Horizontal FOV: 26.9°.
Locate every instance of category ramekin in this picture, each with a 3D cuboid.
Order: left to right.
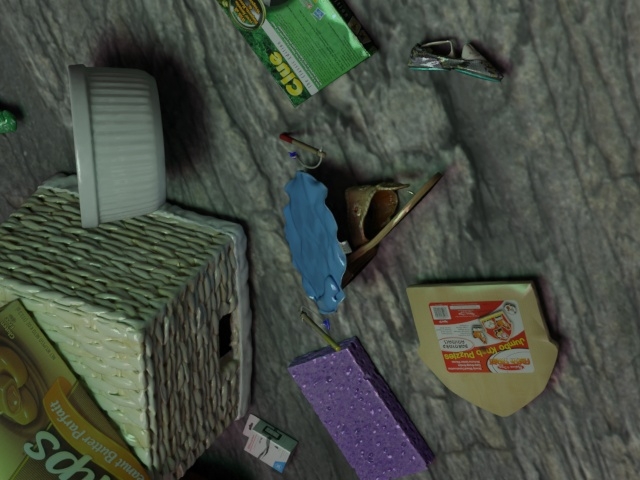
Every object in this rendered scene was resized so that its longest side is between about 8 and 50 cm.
[{"bbox_3d":[-0.258,-0.122,1.695,0.109,0.207,0.207,-4,123,-10],"label":"ramekin"}]

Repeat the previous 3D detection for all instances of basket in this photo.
[{"bbox_3d":[-0.297,0.132,1.829,0.331,0.266,0.328,16,125,23],"label":"basket"}]

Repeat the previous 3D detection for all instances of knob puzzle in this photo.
[{"bbox_3d":[0.214,0.135,1.693,0.213,0.030,0.213,13,123,21],"label":"knob puzzle"}]

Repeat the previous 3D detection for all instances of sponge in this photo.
[{"bbox_3d":[0.055,0.239,1.844,0.117,0.031,0.210,-24,105,37],"label":"sponge"}]

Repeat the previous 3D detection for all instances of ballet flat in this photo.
[{"bbox_3d":[0.154,-0.206,1.517,0.114,0.041,0.041,12,123,22],"label":"ballet flat"}]

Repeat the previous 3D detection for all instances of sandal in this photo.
[{"bbox_3d":[0.054,-0.028,1.650,0.079,0.088,0.240,44,136,5],"label":"sandal"}]

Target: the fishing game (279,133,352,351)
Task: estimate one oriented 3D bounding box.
[{"bbox_3d":[0.000,0.000,1.669,0.189,0.041,0.264,-149,50,-64],"label":"fishing game"}]

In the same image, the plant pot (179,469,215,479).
[{"bbox_3d":[-0.258,0.421,2.038,0.230,0.215,0.215,29,130,34],"label":"plant pot"}]

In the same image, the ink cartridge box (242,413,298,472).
[{"bbox_3d":[-0.080,0.296,1.955,0.083,0.028,0.048,30,128,11],"label":"ink cartridge box"}]

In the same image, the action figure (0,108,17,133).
[{"bbox_3d":[-0.532,-0.161,1.892,0.232,0.137,0.063,-2,140,21],"label":"action figure"}]

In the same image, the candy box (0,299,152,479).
[{"bbox_3d":[-0.357,0.254,1.645,0.087,0.183,0.316,-25,104,39],"label":"candy box"}]

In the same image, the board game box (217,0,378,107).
[{"bbox_3d":[-0.058,-0.295,1.586,0.136,0.030,0.260,-30,101,36],"label":"board game box"}]
